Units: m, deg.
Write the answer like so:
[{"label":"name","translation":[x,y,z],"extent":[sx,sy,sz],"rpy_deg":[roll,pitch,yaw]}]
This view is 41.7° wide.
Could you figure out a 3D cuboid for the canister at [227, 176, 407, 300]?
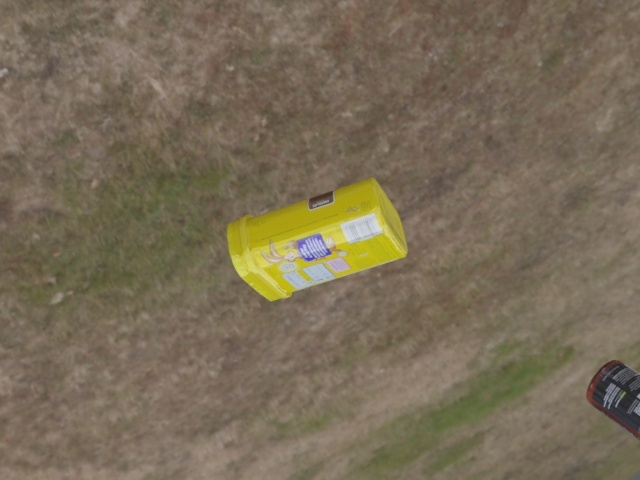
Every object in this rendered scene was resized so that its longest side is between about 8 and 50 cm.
[{"label":"canister","translation":[0.000,0.000,0.937],"extent":[0.170,0.073,0.126],"rpy_deg":[-18,151,14]}]

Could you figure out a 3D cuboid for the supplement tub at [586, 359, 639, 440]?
[{"label":"supplement tub","translation":[0.607,0.318,1.578],"extent":[0.106,0.198,0.106],"rpy_deg":[-23,131,-28]}]
